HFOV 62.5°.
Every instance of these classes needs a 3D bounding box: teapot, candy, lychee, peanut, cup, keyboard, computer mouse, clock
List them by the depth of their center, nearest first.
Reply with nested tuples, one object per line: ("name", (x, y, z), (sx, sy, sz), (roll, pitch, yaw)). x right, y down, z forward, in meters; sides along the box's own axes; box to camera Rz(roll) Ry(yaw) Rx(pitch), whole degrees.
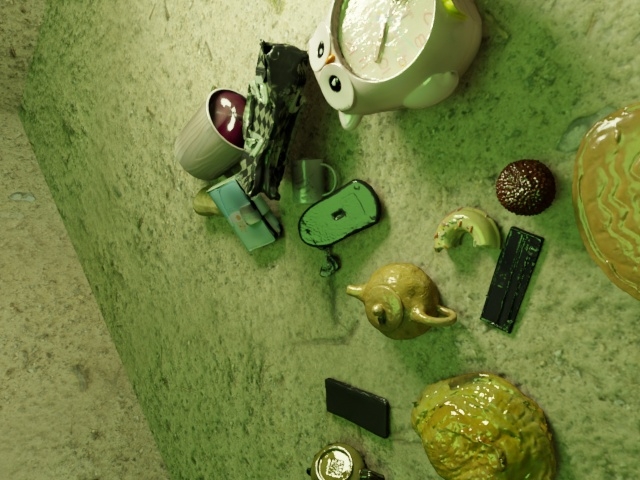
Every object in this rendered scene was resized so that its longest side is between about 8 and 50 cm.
("lychee", (0.434, -0.110, 1.105), (0.129, 0.123, 0.123), (-152, 54, -78))
("clock", (0.162, -0.450, 1.195), (0.376, 0.250, 0.369), (-29, 78, 38))
("keyboard", (0.437, 0.092, 1.220), (0.087, 0.017, 0.251), (27, 118, 36))
("teapot", (0.200, 0.168, 1.364), (0.311, 0.167, 0.204), (18, 111, 40))
("computer mouse", (0.058, -0.073, 1.497), (0.269, 0.086, 0.138), (-28, 93, 29))
("cup", (-0.026, -0.175, 1.543), (0.136, 0.099, 0.133), (14, 109, 54))
("candy", (0.000, 0.000, 1.600), (0.094, 0.051, 0.227), (-10, 93, 48))
("teapot", (0.076, 0.737, 1.649), (0.269, 0.173, 0.183), (1, 139, 20))
("cup", (-0.308, -0.325, 1.746), (0.273, 0.288, 0.208), (-27, 45, 45))
("peanut", (-0.369, -0.138, 1.890), (0.263, 0.101, 0.117), (7, 125, 43))

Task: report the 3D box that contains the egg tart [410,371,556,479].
("egg tart", (0.383, 0.485, 1.278), (0.351, 0.153, 0.340), (50, 127, 23))

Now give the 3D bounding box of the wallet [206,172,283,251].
("wallet", (-0.249, -0.092, 1.744), (0.176, 0.075, 0.250), (-19, 111, 40))

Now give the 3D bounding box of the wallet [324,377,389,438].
("wallet", (0.111, 0.515, 1.634), (0.244, 0.025, 0.124), (9, 106, 41))

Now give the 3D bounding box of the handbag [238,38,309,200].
("handbag", (-0.130, -0.326, 1.454), (0.317, 0.180, 0.416), (-105, 27, -70))

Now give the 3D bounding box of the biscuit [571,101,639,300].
("biscuit", (0.646, -0.075, 0.946), (0.365, 0.062, 0.385), (-25, 82, 44))

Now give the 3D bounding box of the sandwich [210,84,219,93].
("sandwich", (-0.357, -0.496, 1.843), (0.069, 0.026, 0.101), (-10, 93, 46))

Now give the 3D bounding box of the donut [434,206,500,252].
("donut", (0.341, -0.024, 1.251), (0.165, 0.065, 0.108), (0, 99, 44))
